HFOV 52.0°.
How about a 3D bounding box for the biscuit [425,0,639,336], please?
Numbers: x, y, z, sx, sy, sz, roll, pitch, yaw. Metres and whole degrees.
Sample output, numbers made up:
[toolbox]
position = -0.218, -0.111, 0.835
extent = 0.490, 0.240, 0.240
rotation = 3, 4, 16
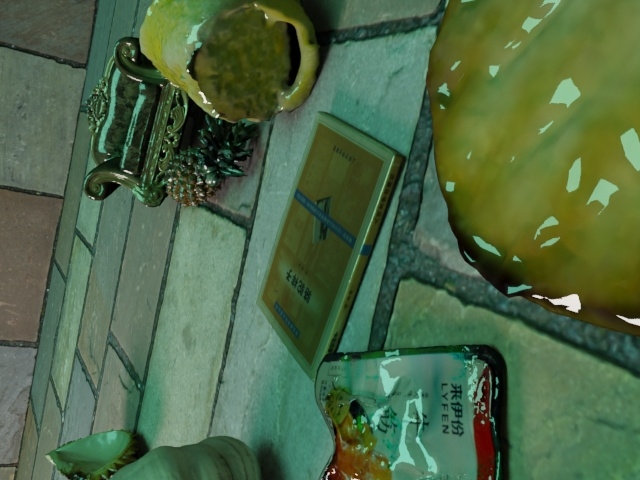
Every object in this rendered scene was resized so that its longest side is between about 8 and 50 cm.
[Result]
[biscuit]
position = 0.173, -0.098, 0.325
extent = 0.296, 0.102, 0.296
rotation = -13, 74, 58

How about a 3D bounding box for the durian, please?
[durian]
position = -0.392, 0.402, 1.137
extent = 0.252, 0.139, 0.144
rotation = 10, 95, 60

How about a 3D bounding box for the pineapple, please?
[pineapple]
position = -0.165, -0.113, 0.937
extent = 0.221, 0.083, 0.103
rotation = -27, 56, 55

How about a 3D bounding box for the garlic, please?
[garlic]
position = -0.132, 0.334, 0.680
extent = 0.226, 0.199, 0.199
rotation = 58, 134, 25

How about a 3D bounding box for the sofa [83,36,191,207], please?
[sofa]
position = -0.310, -0.195, 1.066
extent = 0.200, 0.182, 0.258
rotation = -114, 41, -73

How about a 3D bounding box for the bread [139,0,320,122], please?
[bread]
position = -0.105, -0.232, 0.772
extent = 0.197, 0.197, 0.170
rotation = -62, 41, 30

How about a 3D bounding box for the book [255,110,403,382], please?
[book]
position = -0.001, 0.000, 0.683
extent = 0.170, 0.018, 0.241
rotation = 43, 120, 55

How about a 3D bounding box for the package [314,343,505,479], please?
[package]
position = 0.052, 0.167, 0.526
extent = 0.232, 0.040, 0.166
rotation = -15, 69, 57
